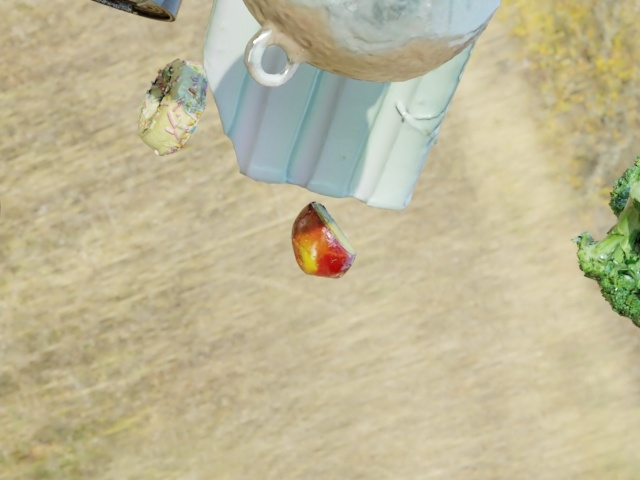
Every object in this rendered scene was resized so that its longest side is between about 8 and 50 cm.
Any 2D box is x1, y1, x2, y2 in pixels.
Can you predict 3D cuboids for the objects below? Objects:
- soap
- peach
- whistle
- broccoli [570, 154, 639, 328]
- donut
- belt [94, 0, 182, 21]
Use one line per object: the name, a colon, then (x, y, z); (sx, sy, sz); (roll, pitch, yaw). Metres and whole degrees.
soap: (0.030, -0.252, 1.249); (0.156, 0.261, 0.446); (-84, -170, -46)
peach: (0.000, 0.000, 1.377); (0.050, 0.077, 0.083); (-5, 102, -66)
whistle: (0.068, -0.233, 0.759); (0.189, 0.348, 0.189); (35, -9, 7)
broccoli: (0.450, -0.002, 1.478); (0.241, 0.261, 0.269); (47, 4, -46)
donut: (-0.249, -0.224, 2.064); (0.068, 0.174, 0.175); (21, 39, -25)
belt: (-0.302, -0.379, 1.668); (0.184, 0.261, 0.105); (-167, -85, -77)
